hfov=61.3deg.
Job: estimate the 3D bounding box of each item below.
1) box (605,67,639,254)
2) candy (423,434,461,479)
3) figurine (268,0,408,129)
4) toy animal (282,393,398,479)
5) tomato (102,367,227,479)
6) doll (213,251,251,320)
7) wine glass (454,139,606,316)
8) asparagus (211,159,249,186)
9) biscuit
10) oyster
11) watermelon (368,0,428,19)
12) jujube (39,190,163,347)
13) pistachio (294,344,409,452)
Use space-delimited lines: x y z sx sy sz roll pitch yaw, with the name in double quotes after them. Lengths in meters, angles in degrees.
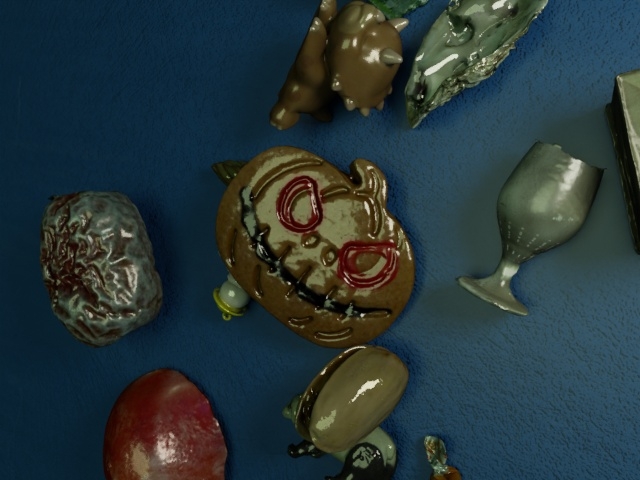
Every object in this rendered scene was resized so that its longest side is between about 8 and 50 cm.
0.471 -0.104 0.691 0.155 0.149 0.231 -10 85 25 "box"
0.205 0.409 0.872 0.053 0.046 0.182 -18 84 27 "candy"
0.040 -0.279 0.901 0.173 0.177 0.247 24 127 -11 "figurine"
0.027 0.346 0.935 0.225 0.094 0.121 23 88 35 "toy animal"
-0.340 0.415 1.069 0.309 0.170 0.309 0 91 25 "tomato"
-0.147 0.062 1.029 0.129 0.081 0.207 27 104 18 "doll"
0.303 -0.017 0.788 0.126 0.126 0.241 29 103 23 "wine glass"
-0.097 -0.089 1.011 0.287 0.080 0.080 29 102 24 "asparagus"
0.000 0.000 0.917 0.367 0.063 0.314 41 105 4 "biscuit"
0.239 -0.301 0.841 0.199 0.087 0.252 13 88 35 "oyster"
0.111 -0.545 0.870 0.264 0.151 0.302 -40 74 21 "watermelon"
-0.449 0.051 1.103 0.226 0.226 0.317 -16 90 25 "jujube"
0.054 0.254 0.880 0.206 0.129 0.131 -38 94 -21 "pistachio"
